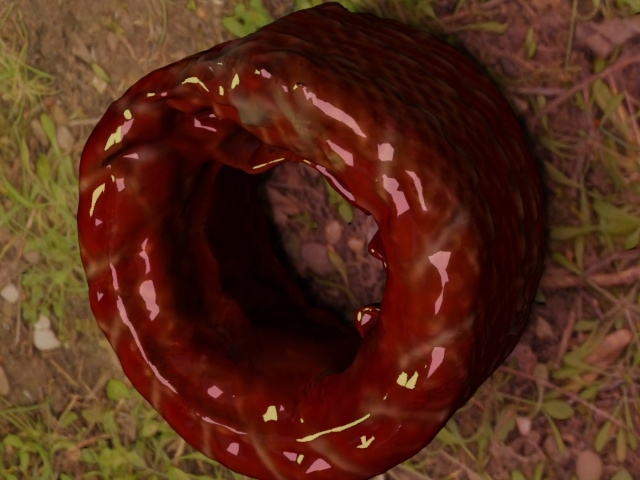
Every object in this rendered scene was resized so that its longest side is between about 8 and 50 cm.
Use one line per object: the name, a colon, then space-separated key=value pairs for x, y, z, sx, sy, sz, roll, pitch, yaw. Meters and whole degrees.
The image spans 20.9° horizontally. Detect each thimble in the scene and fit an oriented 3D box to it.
thimble: x=0.000 y=0.000 z=1.315 sx=0.350 sy=0.230 sz=0.350 roll=8 pitch=110 yaw=23
